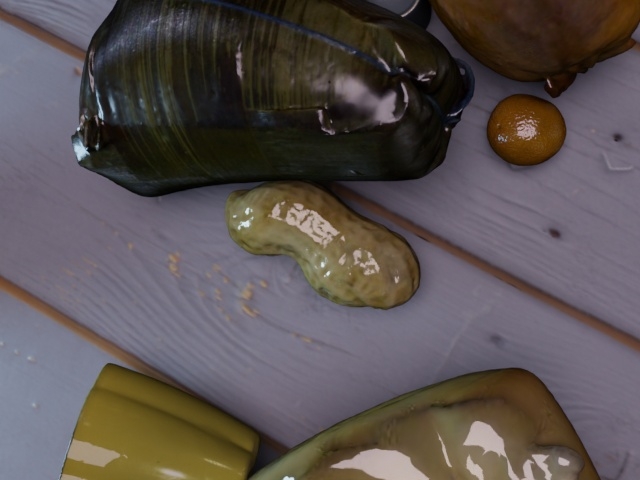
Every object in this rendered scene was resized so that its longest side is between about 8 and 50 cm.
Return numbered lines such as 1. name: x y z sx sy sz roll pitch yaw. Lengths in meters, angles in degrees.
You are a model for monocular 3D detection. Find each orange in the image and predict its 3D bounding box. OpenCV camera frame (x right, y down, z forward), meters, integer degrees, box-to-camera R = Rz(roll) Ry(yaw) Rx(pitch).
1. orange: 0.215 -0.116 0.953 0.085 0.085 0.085 -1 85 10

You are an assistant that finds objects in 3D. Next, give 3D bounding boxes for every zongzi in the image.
1. zongzi: -0.035 -0.259 0.929 0.404 0.208 0.432 1 71 27

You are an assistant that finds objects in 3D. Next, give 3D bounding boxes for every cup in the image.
1. cup: 0.077 -0.269 0.987 0.078 0.077 0.100 -9 83 9

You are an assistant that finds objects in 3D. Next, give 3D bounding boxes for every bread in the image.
1. bread: 0.118 0.330 0.840 0.348 0.253 0.376 -28 81 10

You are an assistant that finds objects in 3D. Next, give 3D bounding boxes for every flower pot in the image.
1. flower pot: -0.164 0.242 0.939 0.179 0.195 0.195 16 88 -1

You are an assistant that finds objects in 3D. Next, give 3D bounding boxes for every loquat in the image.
1. loquat: 0.202 -0.264 0.892 0.193 0.238 0.238 -35 80 8

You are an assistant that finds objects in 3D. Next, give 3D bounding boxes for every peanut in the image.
1. peanut: 0.000 0.000 0.968 0.229 0.098 0.103 31 89 13
